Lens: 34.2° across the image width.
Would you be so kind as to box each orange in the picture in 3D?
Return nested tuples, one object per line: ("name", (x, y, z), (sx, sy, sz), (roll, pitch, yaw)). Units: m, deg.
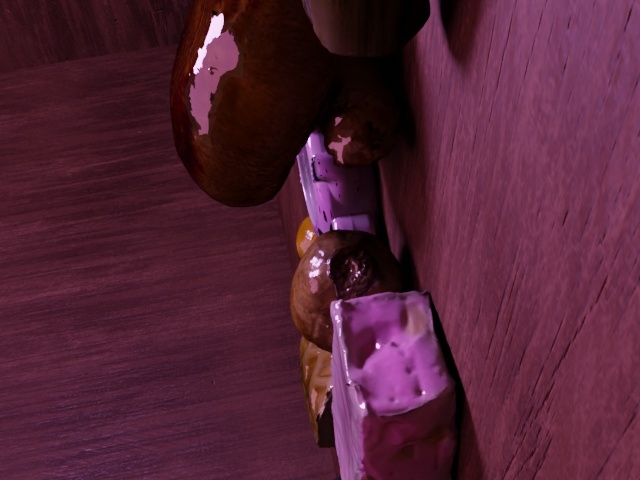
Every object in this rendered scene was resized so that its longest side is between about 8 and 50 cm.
("orange", (0.000, 0.000, 1.760), (0.085, 0.085, 0.095), (102, 155, -77))

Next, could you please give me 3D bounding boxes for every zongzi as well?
("zongzi", (0.047, -0.196, 0.713), (0.242, 0.112, 0.221), (-108, 11, -51))

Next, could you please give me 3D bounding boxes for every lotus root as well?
("lotus root", (0.034, 0.075, 1.254), (0.145, 0.128, 0.260), (37, 163, 13))

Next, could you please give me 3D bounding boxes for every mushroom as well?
("mushroom", (-0.052, -0.210, 1.120), (0.239, 0.345, 0.345), (34, -157, -32))

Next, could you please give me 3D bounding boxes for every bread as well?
("bread", (0.034, 0.200, 1.548), (0.268, 0.129, 0.152), (-108, 5, -64))

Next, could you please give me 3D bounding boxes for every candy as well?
("candy", (0.078, 0.188, 1.130), (0.265, 0.115, 0.155), (89, 173, -49))

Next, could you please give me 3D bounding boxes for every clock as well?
("clock", (0.017, -0.096, 1.382), (0.227, 0.090, 0.248), (177, 82, -85))

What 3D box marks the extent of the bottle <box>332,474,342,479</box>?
("bottle", (0.092, 0.439, 1.352), (0.156, 0.143, 0.271), (-4, 94, 46))
